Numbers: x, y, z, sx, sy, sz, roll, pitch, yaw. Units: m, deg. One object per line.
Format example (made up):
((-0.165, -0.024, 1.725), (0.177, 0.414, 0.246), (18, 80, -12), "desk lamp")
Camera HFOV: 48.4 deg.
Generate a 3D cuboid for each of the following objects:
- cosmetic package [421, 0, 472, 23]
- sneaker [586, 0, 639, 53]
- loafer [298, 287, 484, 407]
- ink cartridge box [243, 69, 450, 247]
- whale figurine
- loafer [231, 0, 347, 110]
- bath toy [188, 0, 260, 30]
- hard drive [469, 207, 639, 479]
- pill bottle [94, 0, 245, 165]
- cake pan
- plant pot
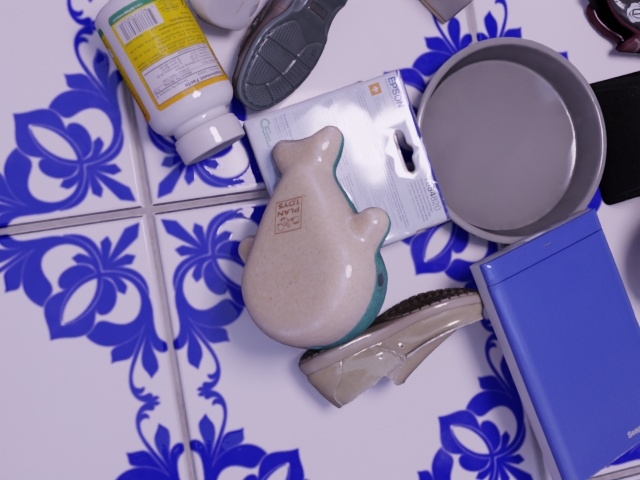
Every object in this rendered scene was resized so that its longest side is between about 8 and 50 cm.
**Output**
((0.130, -0.473, 0.973), (0.309, 0.113, 0.160), (44, 80, -7), "cosmetic package")
((0.471, -0.410, 1.051), (0.163, 0.106, 0.281), (-5, 90, -9), "sneaker")
((0.105, 0.143, 0.965), (0.269, 0.102, 0.092), (-23, 95, -2), "loafer")
((0.035, -0.091, 0.967), (0.224, 0.045, 0.223), (-19, 92, -5), "ink cartridge box")
((0.000, 0.000, 0.884), (0.141, 0.216, 0.272), (23, 58, -52), "whale figurine")
((-0.039, -0.293, 0.961), (0.096, 0.084, 0.267), (36, 85, -41), "loafer")
((-0.048, -0.418, 0.874), (0.151, 0.348, 0.129), (9, 44, -48), "bath toy")
((0.347, 0.141, 0.969), (0.210, 0.040, 0.318), (-24, 94, -23), "hard drive")
((-0.182, -0.206, 0.896), (0.118, 0.117, 0.208), (-30, 95, -11), "pill bottle")
((0.267, -0.140, 1.024), (0.293, 0.054, 0.293), (0, 89, -12), "cake pan")
((0.510, -0.169, 1.021), (0.188, 0.167, 0.187), (-16, 92, -11), "plant pot")
